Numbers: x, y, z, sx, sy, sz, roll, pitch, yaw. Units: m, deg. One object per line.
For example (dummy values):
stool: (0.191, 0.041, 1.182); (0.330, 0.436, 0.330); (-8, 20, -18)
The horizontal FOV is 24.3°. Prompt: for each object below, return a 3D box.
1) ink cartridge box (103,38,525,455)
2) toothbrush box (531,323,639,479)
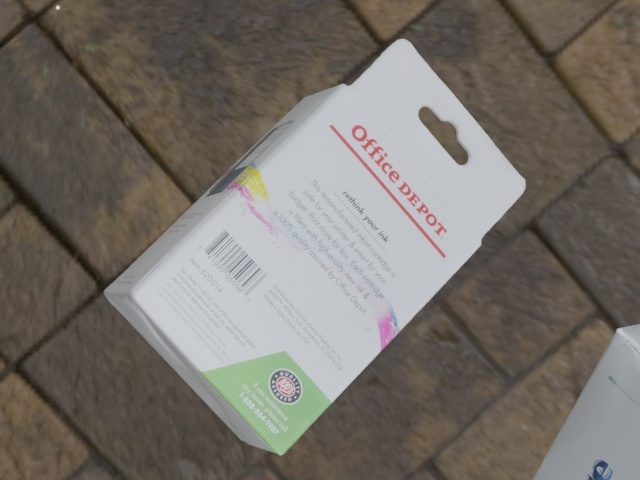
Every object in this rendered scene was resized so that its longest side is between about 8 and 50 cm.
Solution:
ink cartridge box: (0.000, 0.000, 1.391); (0.353, 0.119, 0.207); (-45, 103, -15)
toothbrush box: (0.287, 0.162, 1.035); (0.295, 0.126, 0.216); (-4, 129, -42)
